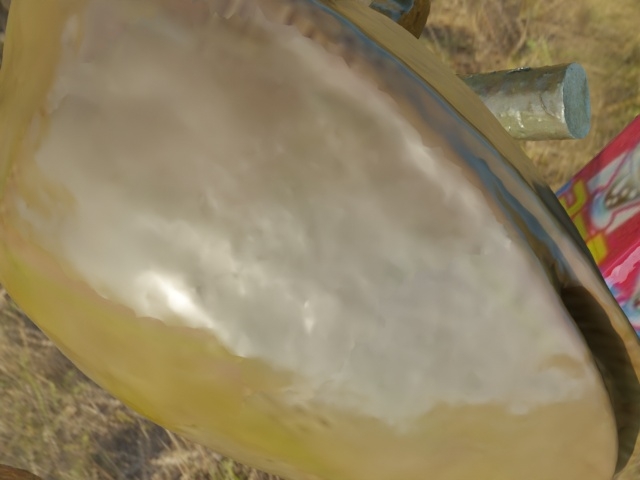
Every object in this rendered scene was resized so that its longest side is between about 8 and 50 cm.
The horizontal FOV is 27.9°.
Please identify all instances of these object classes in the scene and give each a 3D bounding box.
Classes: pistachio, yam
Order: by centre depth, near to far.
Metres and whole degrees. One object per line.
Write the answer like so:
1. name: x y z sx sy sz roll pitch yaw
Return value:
1. pistachio: 0.000 0.000 0.454 0.260 0.212 0.163 26 64 15
2. yam: 0.194 -0.157 1.514 0.259 0.093 0.093 1 66 40

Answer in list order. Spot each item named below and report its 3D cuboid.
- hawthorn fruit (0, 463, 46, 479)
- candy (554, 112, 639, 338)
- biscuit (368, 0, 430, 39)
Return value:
1. hawthorn fruit: -0.216 0.267 0.801 0.258 0.262 0.258 8 72 -23
2. candy: 0.261 -0.043 0.634 0.157 0.306 0.100 31 30 -23
3. biscuit: 0.012 -0.062 1.057 0.047 0.319 0.183 29 32 14
